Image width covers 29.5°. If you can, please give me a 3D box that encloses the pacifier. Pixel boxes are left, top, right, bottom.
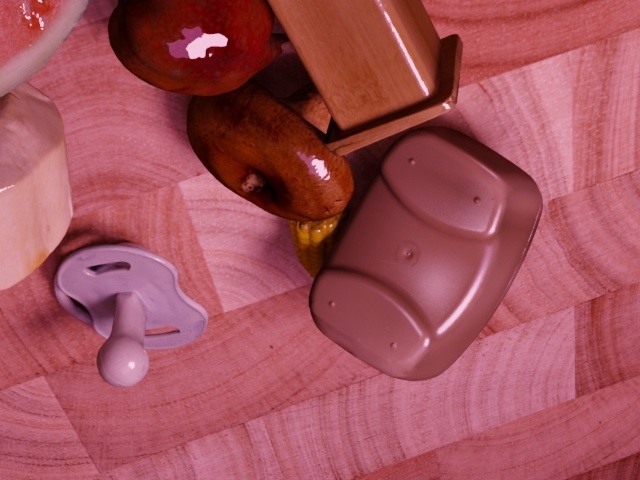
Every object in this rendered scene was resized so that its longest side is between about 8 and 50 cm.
[{"bbox_3d":[-0.315,0.130,1.927,0.238,0.226,0.287,-9,138,12],"label":"pacifier"}]

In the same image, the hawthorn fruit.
[{"bbox_3d":[-0.144,-0.286,1.580,0.248,0.208,0.208,16,126,-24],"label":"hawthorn fruit"}]

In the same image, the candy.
[{"bbox_3d":[0.000,0.000,2.023,0.106,0.094,0.199,-48,155,-27],"label":"candy"}]

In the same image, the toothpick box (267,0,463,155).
[{"bbox_3d":[0.037,-0.303,1.578,0.190,0.187,0.308,-18,122,24],"label":"toothpick box"}]

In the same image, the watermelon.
[{"bbox_3d":[-0.383,-0.296,1.379,0.283,0.250,0.292,-31,180,-13],"label":"watermelon"}]

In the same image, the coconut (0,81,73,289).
[{"bbox_3d":[-0.476,-0.077,1.599,0.323,0.323,0.323,-12,137,-12],"label":"coconut"}]

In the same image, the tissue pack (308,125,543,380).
[{"bbox_3d":[0.177,0.022,1.945,0.387,0.267,0.277,-62,156,12],"label":"tissue pack"}]

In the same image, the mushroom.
[{"bbox_3d":[-0.070,-0.158,1.750,0.267,0.254,0.267,6,157,2],"label":"mushroom"}]
